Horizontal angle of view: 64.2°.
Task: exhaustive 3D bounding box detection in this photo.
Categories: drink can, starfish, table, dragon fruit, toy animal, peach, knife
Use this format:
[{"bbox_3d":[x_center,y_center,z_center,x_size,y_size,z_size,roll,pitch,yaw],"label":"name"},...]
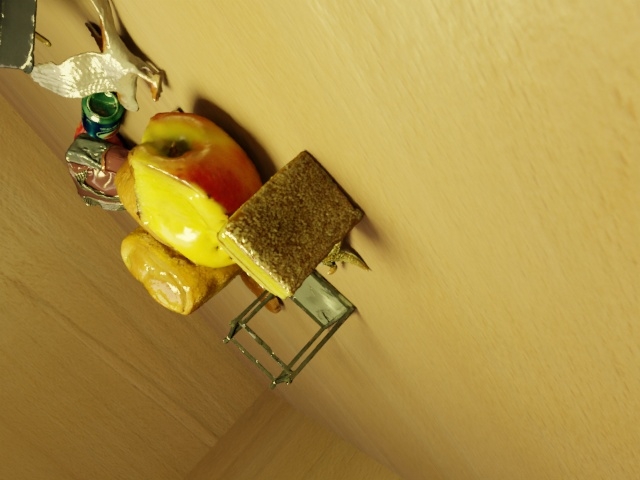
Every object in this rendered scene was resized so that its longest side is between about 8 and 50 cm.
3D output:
[{"bbox_3d":[-0.671,-0.386,1.564,0.118,0.118,0.205,50,158,-13],"label":"drink can"},{"bbox_3d":[0.030,0.026,1.132,0.176,0.053,0.208,22,155,1],"label":"starfish"},{"bbox_3d":[-0.104,0.248,1.474,0.222,0.272,0.335,44,158,4],"label":"table"},{"bbox_3d":[-0.789,-0.325,1.864,0.261,0.189,0.163,74,175,-57],"label":"dragon fruit"},{"bbox_3d":[-0.470,-0.451,1.154,0.302,0.225,0.284,33,138,-5],"label":"toy animal"},{"bbox_3d":[-0.263,-0.109,1.183,0.306,0.242,0.380,21,146,1],"label":"peach"},{"bbox_3d":[-0.957,-0.682,1.671,0.256,0.022,0.046,35,160,23],"label":"knife"}]

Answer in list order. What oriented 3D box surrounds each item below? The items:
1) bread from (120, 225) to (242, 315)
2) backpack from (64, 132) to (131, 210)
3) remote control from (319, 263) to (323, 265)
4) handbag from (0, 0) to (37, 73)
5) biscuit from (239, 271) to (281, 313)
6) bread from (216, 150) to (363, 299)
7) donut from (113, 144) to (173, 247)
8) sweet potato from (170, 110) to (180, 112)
[{"bbox_3d":[-0.415,0.029,1.579,0.328,0.337,0.148,44,140,10],"label":"bread"},{"bbox_3d":[-0.674,-0.198,1.730,0.317,0.197,0.283,17,153,-5],"label":"backpack"},{"bbox_3d":[0.000,0.000,1.191,0.050,0.027,0.184,33,151,12],"label":"remote control"},{"bbox_3d":[-0.698,-0.555,1.105,0.329,0.122,0.303,44,124,40],"label":"handbag"},{"bbox_3d":[-0.234,0.143,1.825,0.186,0.044,0.295,18,145,54],"label":"biscuit"},{"bbox_3d":[-0.059,-0.029,0.968,0.184,0.234,0.110,45,155,-4],"label":"bread"},{"bbox_3d":[-0.421,-0.121,1.434,0.299,0.150,0.317,28,-157,-48],"label":"donut"},{"bbox_3d":[-0.369,-0.295,1.290,0.049,0.049,0.117,50,163,-13],"label":"sweet potato"}]
